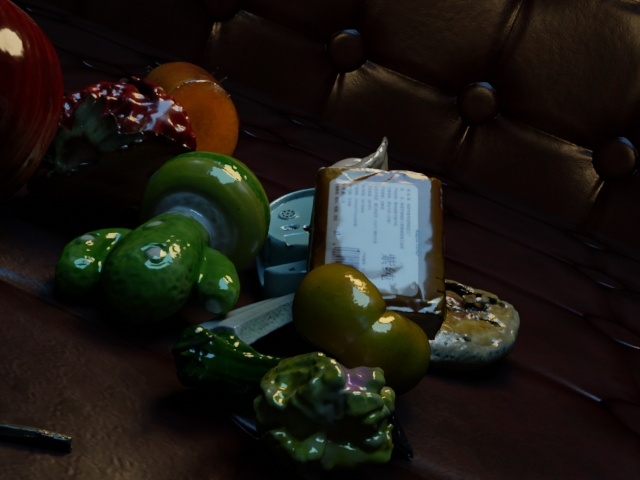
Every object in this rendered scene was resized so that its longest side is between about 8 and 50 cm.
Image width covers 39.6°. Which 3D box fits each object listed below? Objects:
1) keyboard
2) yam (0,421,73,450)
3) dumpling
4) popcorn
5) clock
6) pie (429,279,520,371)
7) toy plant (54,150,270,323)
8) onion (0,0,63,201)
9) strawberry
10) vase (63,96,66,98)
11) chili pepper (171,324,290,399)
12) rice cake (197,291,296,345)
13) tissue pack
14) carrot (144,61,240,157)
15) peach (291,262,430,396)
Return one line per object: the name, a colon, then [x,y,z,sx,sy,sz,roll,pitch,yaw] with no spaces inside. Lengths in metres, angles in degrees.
keyboard: [0.053,0.178,1.098,0.087,0.017,0.250,39,10,-20]
yam: [-0.266,0.165,0.766,0.107,0.014,0.014,16,16,-20]
dumpling: [0.075,-0.098,1.718,0.175,0.227,0.243,19,8,-16]
popcorn: [0.005,0.175,0.899,0.145,0.126,0.126,-6,0,4]
clock: [0.000,0.000,1.353,0.223,0.094,0.274,-12,33,-13]
pie: [0.160,0.103,1.409,0.338,0.077,0.339,17,17,-5]
toy plant: [-0.187,0.013,1.161,0.224,0.185,0.316,17,30,10]
onion: [-0.499,-0.184,1.092,0.341,0.341,0.341,20,15,-6]
strawberry: [-0.289,-0.151,1.325,0.280,0.253,0.150,1,67,-54]
vase: [-0.413,-0.202,1.674,0.219,0.096,0.096,25,15,21]
chili pepper: [-0.068,0.143,0.982,0.256,0.074,0.100,15,-1,-40]
rice cake: [-0.084,0.102,1.131,0.080,0.042,0.221,-8,4,25]
tissue pack: [0.074,0.013,1.185,0.183,0.092,0.226,6,54,-3]
carrot: [-0.292,-0.282,1.886,0.193,0.214,0.331,18,12,-30]
peach: [0.045,0.103,1.012,0.179,0.103,0.179,40,-1,1]
